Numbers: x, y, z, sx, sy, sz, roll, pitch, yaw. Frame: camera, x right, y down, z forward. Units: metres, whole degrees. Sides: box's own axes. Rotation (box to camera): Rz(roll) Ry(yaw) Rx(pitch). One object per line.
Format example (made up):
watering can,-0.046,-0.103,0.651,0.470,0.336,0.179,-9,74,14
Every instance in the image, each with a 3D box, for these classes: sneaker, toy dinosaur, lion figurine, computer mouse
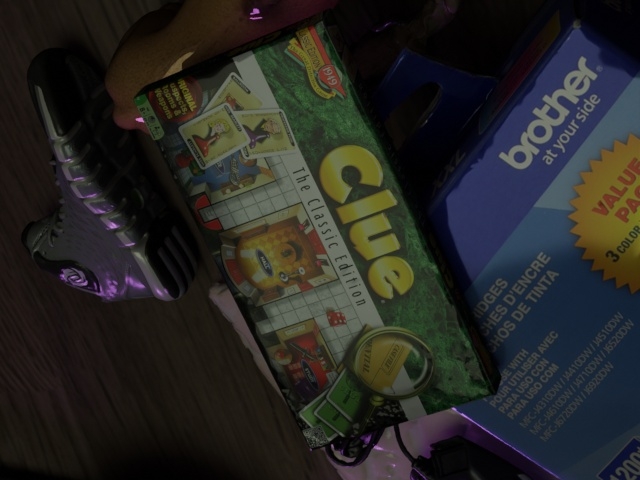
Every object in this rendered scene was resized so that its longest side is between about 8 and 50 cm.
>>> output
sneaker,-0.205,-0.038,1.256,0.132,0.086,0.229,-13,114,31
toy dinosaur,0.011,-0.103,1.104,0.268,0.118,0.064,-31,111,34
lion figurine,-0.046,-0.162,1.016,0.142,0.240,0.392,36,127,-1
computer mouse,0.140,0.177,1.194,0.262,0.060,0.184,40,131,9

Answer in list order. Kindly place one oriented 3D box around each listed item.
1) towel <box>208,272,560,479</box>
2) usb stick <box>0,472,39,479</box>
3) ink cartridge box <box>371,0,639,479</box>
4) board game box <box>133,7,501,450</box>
towel,0.119,0.107,1.225,0.317,0.053,0.332,-26,107,32
usb stick,-0.342,0.253,1.513,0.278,0.045,0.077,7,115,19
ink cartridge box,0.197,0.010,1.026,0.395,0.151,0.270,34,115,-4
board game box,0.000,0.000,0.966,0.136,0.030,0.260,-21,106,20
